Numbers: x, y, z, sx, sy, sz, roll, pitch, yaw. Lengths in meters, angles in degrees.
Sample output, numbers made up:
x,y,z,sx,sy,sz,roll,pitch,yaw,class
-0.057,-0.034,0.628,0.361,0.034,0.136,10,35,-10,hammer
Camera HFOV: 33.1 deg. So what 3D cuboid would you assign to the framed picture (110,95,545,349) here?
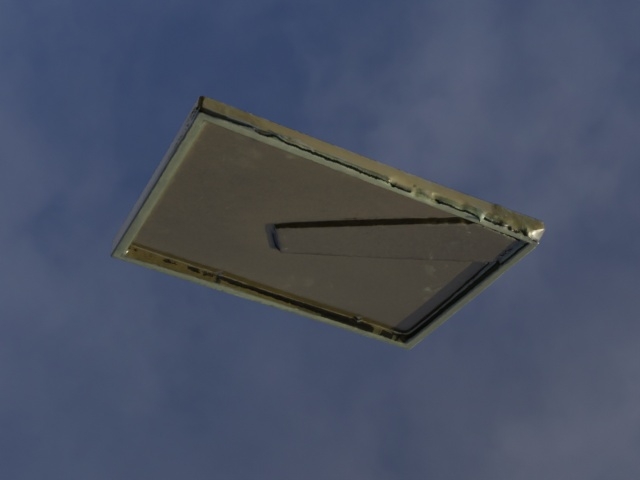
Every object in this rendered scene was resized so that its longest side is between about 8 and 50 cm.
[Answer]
x,y,z,sx,sy,sz,roll,pitch,yaw,class
0.000,0.000,0.933,0.315,0.232,0.024,20,-127,-19,framed picture
